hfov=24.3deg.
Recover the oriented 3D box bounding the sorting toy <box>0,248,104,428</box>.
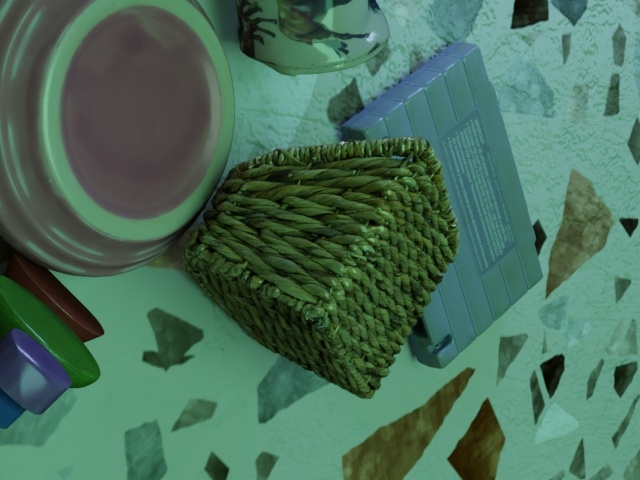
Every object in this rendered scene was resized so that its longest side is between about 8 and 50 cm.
[{"bbox_3d":[-0.283,0.112,1.333,0.126,0.365,0.127,-45,102,2],"label":"sorting toy"}]

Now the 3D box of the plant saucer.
[{"bbox_3d":[-0.199,-0.126,1.465,0.332,0.084,0.332,-9,102,-47],"label":"plant saucer"}]

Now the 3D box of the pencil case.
[{"bbox_3d":[-0.024,-0.385,1.542,0.183,0.159,0.410,-51,137,-65],"label":"pencil case"}]

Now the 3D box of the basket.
[{"bbox_3d":[0.000,0.000,1.589,0.223,0.213,0.299,-58,158,-12],"label":"basket"}]

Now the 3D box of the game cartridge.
[{"bbox_3d":[0.161,-0.044,1.868,0.230,0.068,0.355,-41,125,-35],"label":"game cartridge"}]
